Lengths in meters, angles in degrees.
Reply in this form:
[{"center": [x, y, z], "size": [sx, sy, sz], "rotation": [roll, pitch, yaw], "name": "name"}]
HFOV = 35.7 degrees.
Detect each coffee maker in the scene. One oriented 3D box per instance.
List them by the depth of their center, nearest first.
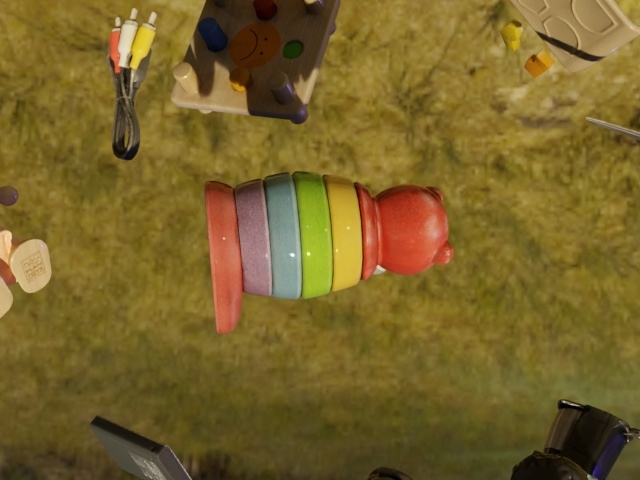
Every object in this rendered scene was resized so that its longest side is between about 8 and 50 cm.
[{"center": [0.426, 0.367, 1.614], "size": [0.120, 0.178, 0.171], "rotation": [44, 155, -25], "name": "coffee maker"}]

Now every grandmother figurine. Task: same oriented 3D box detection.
[{"center": [-0.495, -0.019, 1.308], "size": [0.342, 0.104, 0.208], "rotation": [25, -138, 34], "name": "grandmother figurine"}]

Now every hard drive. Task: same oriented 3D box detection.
[{"center": [-0.224, 0.273, 1.248], "size": [0.135, 0.022, 0.094], "rotation": [12, 139, 39], "name": "hard drive"}]

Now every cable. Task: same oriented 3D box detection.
[{"center": [-0.379, -0.294, 1.874], "size": [0.139, 0.287, 0.072], "rotation": [1, 165, 38], "name": "cable"}]

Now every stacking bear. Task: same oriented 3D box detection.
[{"center": [0.011, -0.006, 1.187], "size": [0.289, 0.175, 0.164], "rotation": [-5, 145, -6], "name": "stacking bear"}]

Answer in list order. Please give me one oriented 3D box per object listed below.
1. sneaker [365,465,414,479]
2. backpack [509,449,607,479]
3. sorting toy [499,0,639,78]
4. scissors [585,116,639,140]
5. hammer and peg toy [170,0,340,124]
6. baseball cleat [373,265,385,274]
[{"center": [0.097, 0.400, 1.487], "size": [0.104, 0.147, 0.296], "rotation": [35, 156, 3], "name": "sneaker"}, {"center": [0.260, 0.306, 0.972], "size": [0.182, 0.152, 0.115], "rotation": [36, 156, -31], "name": "backpack"}, {"center": [0.374, -0.374, 1.613], "size": [0.229, 0.041, 0.307], "rotation": [46, 166, -3], "name": "sorting toy"}, {"center": [0.502, -0.120, 1.335], "size": [0.297, 0.021, 0.109], "rotation": [27, 179, 11], "name": "scissors"}, {"center": [-0.104, -0.384, 1.756], "size": [0.266, 0.361, 0.127], "rotation": [8, 160, 21], "name": "hammer and peg toy"}, {"center": [0.000, 0.000, 1.396], "size": [0.109, 0.072, 0.206], "rotation": [-39, 121, 20], "name": "baseball cleat"}]
